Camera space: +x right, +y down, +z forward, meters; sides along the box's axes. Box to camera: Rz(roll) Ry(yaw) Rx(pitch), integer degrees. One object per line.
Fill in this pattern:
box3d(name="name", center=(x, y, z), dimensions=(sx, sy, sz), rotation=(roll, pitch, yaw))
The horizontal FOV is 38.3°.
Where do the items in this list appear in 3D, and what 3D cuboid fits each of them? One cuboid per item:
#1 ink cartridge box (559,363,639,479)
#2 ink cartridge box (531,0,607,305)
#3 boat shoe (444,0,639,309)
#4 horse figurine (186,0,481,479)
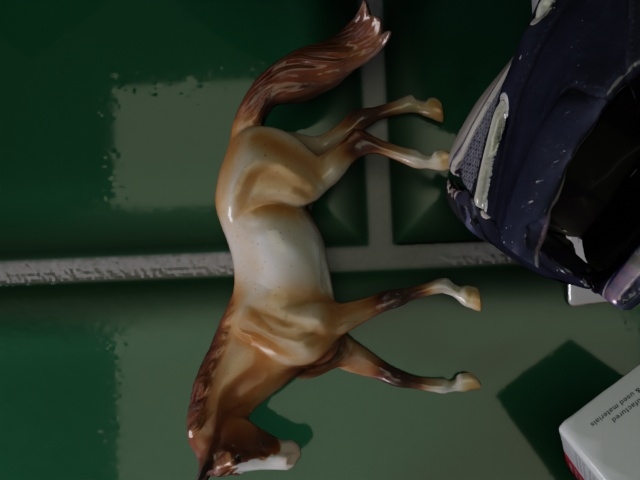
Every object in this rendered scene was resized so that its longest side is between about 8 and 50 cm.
box3d(name="ink cartridge box", center=(0.204, 0.152, 0.455), dimensions=(0.072, 0.127, 0.175), rotation=(-37, 62, -1))
box3d(name="ink cartridge box", center=(0.278, -0.108, 0.537), dimensions=(0.296, 0.066, 0.261), rotation=(-6, 108, 3))
box3d(name="boat shoe", center=(0.180, -0.122, 0.415), dimensions=(0.127, 0.158, 0.340), rotation=(24, 106, -8))
box3d(name="horse figurine", center=(0.000, 0.000, 0.542), dimensions=(0.174, 0.066, 0.263), rotation=(-6, 86, -3))
